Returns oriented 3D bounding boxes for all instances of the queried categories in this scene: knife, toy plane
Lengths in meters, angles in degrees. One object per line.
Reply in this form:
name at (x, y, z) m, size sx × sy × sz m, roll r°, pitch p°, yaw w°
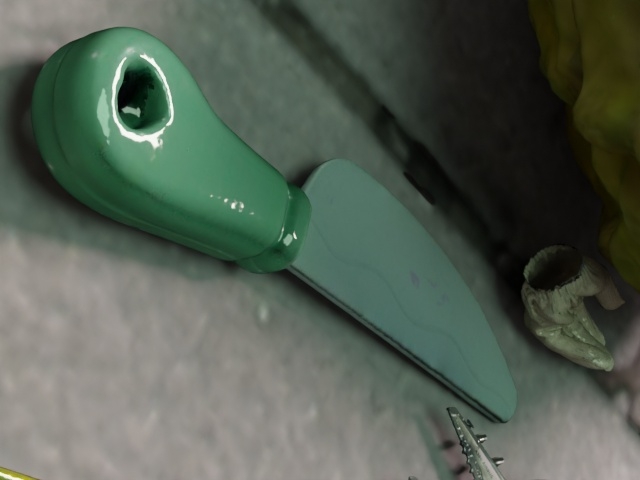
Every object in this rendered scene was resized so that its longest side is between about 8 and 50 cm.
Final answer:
knife at (0.000, -0.002, 0.578) m, size 0.260 × 0.035 × 0.063 m, roll 32°, pitch 57°, yaw -45°
toy plane at (0.062, 0.100, 0.627) m, size 0.084 × 0.024 × 0.078 m, roll -5°, pitch 88°, yaw -52°

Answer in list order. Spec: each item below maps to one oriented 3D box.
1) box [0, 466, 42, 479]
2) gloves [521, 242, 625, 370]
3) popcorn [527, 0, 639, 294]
box at (-0.130, 0.109, 0.429) m, size 0.193 × 0.030 × 0.121 m, roll 27°, pitch 67°, yaw -39°
gloves at (0.102, 0.024, 0.665) m, size 0.044 × 0.037 × 0.081 m, roll -38°, pitch 126°, yaw -12°
popcorn at (0.197, -0.083, 0.636) m, size 0.258 × 0.270 × 0.224 m, roll 21°, pitch 26°, yaw -18°
